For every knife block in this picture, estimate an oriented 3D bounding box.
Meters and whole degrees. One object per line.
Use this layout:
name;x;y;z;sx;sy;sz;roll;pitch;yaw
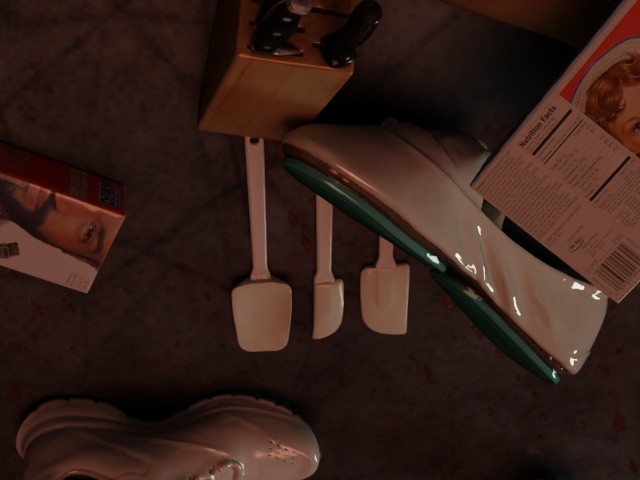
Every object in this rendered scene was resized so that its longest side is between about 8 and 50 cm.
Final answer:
knife block;-0.025;-0.144;1.001;0.088;0.242;0.276;8;124;-11

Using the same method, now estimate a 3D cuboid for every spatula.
spatula;0.000;0.000;1.242;0.168;0.019;0.242;-3;125;-3

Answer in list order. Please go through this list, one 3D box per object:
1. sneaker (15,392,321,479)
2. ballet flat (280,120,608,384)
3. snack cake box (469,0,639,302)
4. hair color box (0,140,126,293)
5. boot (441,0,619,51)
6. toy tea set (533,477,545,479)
sneaker;-0.145;0.226;1.316;0.297;0.129;0.111;-3;123;-6
ballet flat;0.124;-0.017;1.184;0.139;0.139;0.400;-38;128;18
snack cake box;0.255;-0.101;1.032;0.152;0.089;0.264;39;119;2
hair color box;-0.261;-0.027;1.171;0.167;0.053;0.093;19;120;-20
boot;0.217;-0.244;1.056;0.269;0.089;0.236;23;119;-20
toy tea set;0.154;0.377;1.473;0.336;0.124;0.200;-42;156;0
